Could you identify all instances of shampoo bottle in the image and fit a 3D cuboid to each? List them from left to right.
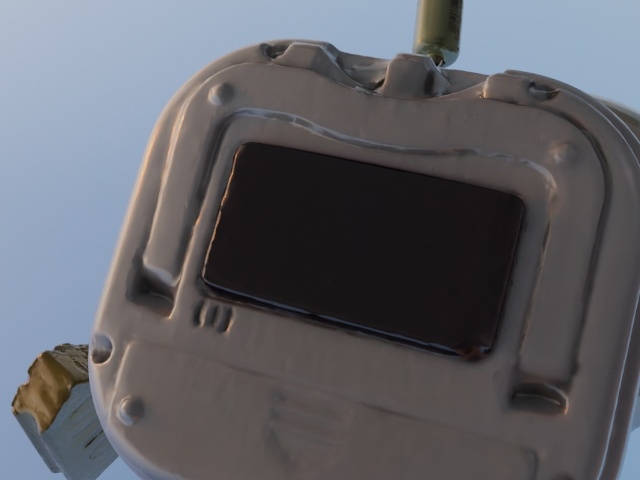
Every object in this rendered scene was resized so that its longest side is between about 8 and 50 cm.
[{"bbox_3d":[0.192,-0.333,1.239,0.079,0.079,0.162,14,-114,-11],"label":"shampoo bottle"}]

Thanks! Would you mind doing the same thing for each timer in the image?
[{"bbox_3d":[0.018,0.024,0.362,0.261,0.087,0.237,13,-96,15],"label":"timer"}]

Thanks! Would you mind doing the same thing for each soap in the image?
[{"bbox_3d":[-0.337,0.236,1.073,0.080,0.258,0.160,31,-122,21],"label":"soap"}]

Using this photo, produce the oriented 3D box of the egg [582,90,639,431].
[{"bbox_3d":[0.157,0.006,0.776,0.339,0.355,0.355,13,-134,-4],"label":"egg"}]
